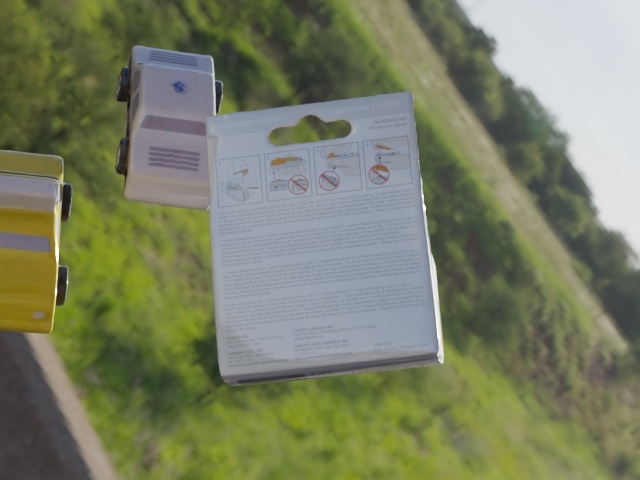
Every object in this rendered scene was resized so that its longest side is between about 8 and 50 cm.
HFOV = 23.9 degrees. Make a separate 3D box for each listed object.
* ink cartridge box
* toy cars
[{"bbox_3d":[0.000,0.000,0.996,0.045,0.145,0.179,62,23,-71],"label":"ink cartridge box"},{"bbox_3d":[-0.197,-0.071,1.342,0.176,0.394,0.087,37,-41,14],"label":"toy cars"}]
